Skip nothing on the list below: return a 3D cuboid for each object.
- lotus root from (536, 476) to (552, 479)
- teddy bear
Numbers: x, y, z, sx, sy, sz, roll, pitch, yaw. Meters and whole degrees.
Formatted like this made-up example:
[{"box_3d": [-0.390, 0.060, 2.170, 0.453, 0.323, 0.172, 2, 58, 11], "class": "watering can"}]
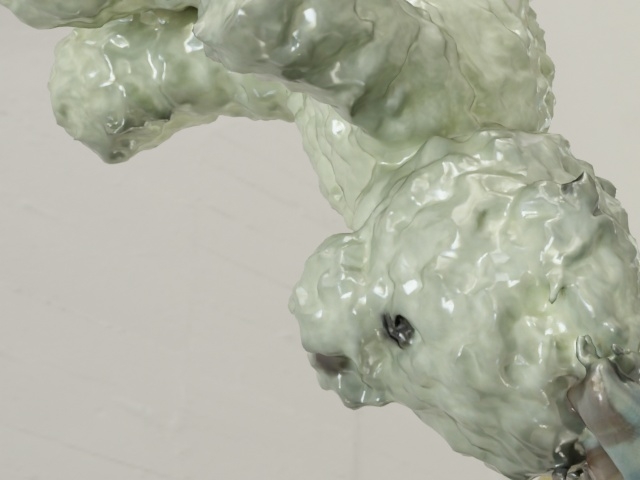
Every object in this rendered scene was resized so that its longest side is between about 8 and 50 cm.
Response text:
[{"box_3d": [0.292, 0.218, 1.222, 0.154, 0.278, 0.154, 49, -176, -5], "class": "lotus root"}, {"box_3d": [0.000, 0.000, 0.714, 0.327, 0.375, 0.362, 78, -167, -59], "class": "teddy bear"}]
